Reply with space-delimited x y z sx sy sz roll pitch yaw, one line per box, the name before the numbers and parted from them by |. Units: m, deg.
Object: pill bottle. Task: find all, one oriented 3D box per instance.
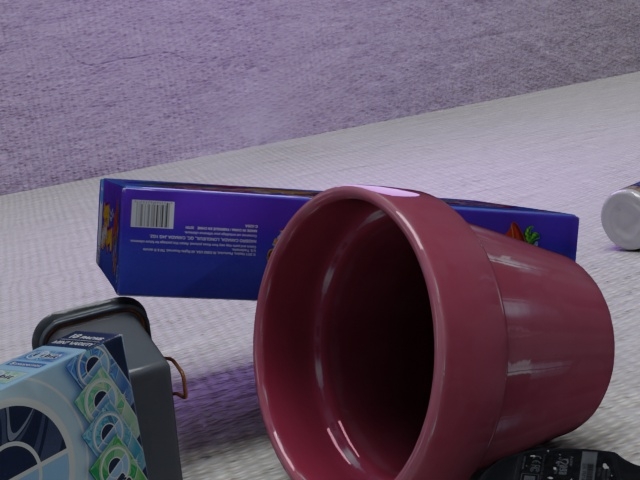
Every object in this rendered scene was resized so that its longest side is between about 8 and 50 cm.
pill bottle | 0.364 -0.036 1.291 0.120 0.067 0.067 -20 16 -40

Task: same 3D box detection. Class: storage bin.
storage bin | -0.133 0.119 0.823 0.098 0.135 0.091 -13 24 -25

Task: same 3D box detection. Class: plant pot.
plant pot | 0.082 0.068 0.774 0.180 0.201 0.201 2 4 -35

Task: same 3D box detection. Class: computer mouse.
computer mouse | 0.198 0.154 0.634 0.242 0.041 0.071 3 31 20

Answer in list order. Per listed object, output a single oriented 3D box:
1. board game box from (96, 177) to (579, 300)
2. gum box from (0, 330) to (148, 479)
board game box | 0.000 0.000 0.978 0.347 0.078 0.233 3 4 -14
gum box | -0.165 0.150 0.616 0.041 0.157 0.184 0 15 35
